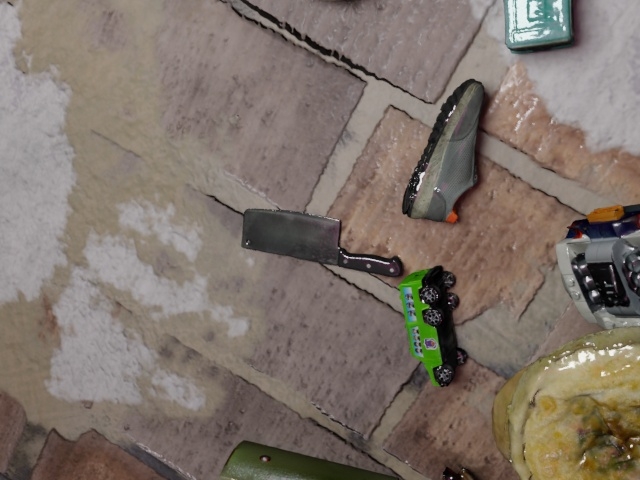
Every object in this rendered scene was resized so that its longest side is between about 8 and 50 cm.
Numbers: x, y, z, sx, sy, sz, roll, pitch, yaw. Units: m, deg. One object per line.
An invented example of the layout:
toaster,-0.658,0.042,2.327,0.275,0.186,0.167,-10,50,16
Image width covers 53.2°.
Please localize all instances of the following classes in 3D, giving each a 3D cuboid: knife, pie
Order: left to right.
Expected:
knife,0.000,0.000,0.919,0.245,0.019,0.072,11,107,14
pie,0.340,0.221,0.694,0.274,0.055,0.274,6,107,19

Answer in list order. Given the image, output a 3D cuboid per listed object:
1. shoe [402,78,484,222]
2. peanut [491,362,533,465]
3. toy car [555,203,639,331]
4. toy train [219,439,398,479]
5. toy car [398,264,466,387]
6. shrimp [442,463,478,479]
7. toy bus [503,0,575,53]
shoe,0.172,-0.107,0.817,0.077,0.074,0.194,21,113,-4
peanut,0.349,0.336,0.839,0.192,0.169,0.387,-26,94,11
toy car,0.388,0.096,0.750,0.193,0.118,0.301,-9,111,62
toy train,-0.026,0.443,0.993,0.300,0.131,0.202,10,106,12
toy car,0.155,0.119,0.885,0.062,0.071,0.165,-4,105,32
shrimp,0.268,0.440,0.869,0.290,0.222,0.054,45,108,9
toy bus,0.241,-0.345,0.709,0.091,0.109,0.261,-3,104,22
